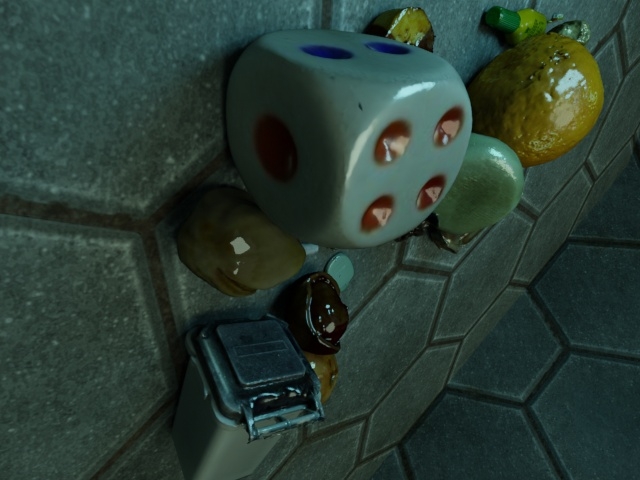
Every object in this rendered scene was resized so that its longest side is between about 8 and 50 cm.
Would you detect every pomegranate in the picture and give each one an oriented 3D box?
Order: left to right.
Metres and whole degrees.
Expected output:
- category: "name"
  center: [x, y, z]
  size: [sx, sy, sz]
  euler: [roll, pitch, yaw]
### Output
- category: "pomegranate"
  center: [-0.054, 0.350, 1.137]
  size: [0.207, 0.207, 0.207]
  euler: [-28, 137, -30]

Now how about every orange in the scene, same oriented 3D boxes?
- category: "orange"
  center: [0.547, -0.346, 1.107]
  size: [0.293, 0.340, 0.341]
  euler: [42, 85, -22]

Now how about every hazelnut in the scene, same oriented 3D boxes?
- category: "hazelnut"
  center: [-0.008, 0.178, 1.060]
  size: [0.170, 0.160, 0.202]
  euler: [26, 70, -73]

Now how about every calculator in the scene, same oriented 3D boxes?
- category: "calculator"
  center: [0.055, 0.094, 1.193]
  size: [0.095, 0.021, 0.153]
  euler: [-41, 139, -16]

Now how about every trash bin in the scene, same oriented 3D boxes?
- category: "trash bin"
  center: [-0.183, 0.384, 0.948]
  size: [0.255, 0.296, 0.368]
  euler: [2, 125, -41]

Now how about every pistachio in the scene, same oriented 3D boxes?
- category: "pistachio"
  center: [-0.146, 0.005, 0.801]
  size: [0.166, 0.197, 0.288]
  euler: [-16, 164, 21]

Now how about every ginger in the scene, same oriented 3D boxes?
- category: "ginger"
  center: [0.676, -0.551, 1.207]
  size: [0.263, 0.109, 0.116]
  euler: [-45, 152, -65]

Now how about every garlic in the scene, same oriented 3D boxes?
- category: "garlic"
  center: [0.477, -0.109, 1.400]
  size: [0.279, 0.132, 0.325]
  euler: [20, 106, -53]

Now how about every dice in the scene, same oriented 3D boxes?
- category: "dice"
  center: [0.042, -0.181, 0.717]
  size: [0.304, 0.304, 0.277]
  euler: [-21, 133, -36]

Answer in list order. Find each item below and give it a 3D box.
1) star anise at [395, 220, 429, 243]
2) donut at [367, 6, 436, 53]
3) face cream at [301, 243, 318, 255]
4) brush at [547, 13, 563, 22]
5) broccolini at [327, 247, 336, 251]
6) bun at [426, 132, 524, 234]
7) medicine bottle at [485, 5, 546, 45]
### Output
- category: "star anise"
  center: [0.278, -0.086, 1.229]
  size: [0.220, 0.099, 0.214]
  euler: [-39, 144, -18]
- category: "donut"
  center: [0.159, -0.386, 0.875]
  size: [0.184, 0.073, 0.166]
  euler: [14, 110, -53]
- category: "face cream"
  center: [-0.056, 0.025, 1.004]
  size: [0.130, 0.034, 0.034]
  euler: [-11, 126, -44]
- category: "brush"
  center: [0.714, -0.678, 1.295]
  size: [0.083, 0.018, 0.021]
  euler: [-28, 127, -31]
- category: "broccolini"
  center: [0.000, 0.000, 1.054]
  size: [0.140, 0.030, 0.035]
  euler: [15, 112, -48]
- category: "bun"
  center: [0.363, -0.160, 1.082]
  size: [0.283, 0.283, 0.179]
  euler: [78, 15, -46]
- category: "medicine bottle"
  center: [0.518, -0.571, 1.126]
  size: [0.260, 0.064, 0.095]
  euler: [-13, 142, -42]
